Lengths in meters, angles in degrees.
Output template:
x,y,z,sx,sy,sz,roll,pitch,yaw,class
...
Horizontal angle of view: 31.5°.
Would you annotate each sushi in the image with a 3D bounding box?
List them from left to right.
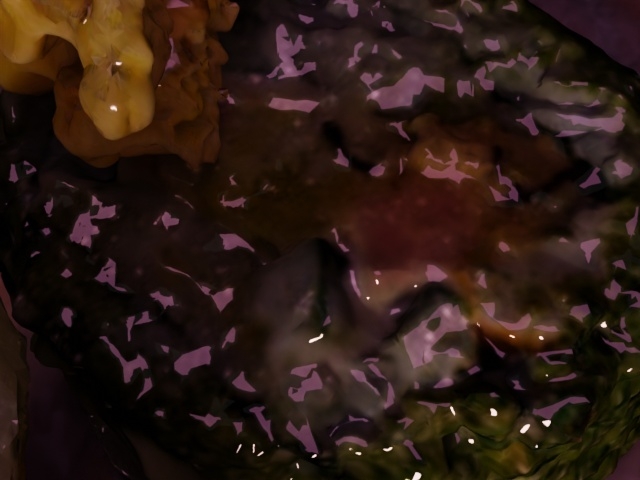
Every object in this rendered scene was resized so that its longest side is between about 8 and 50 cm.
x,y,z,sx,sy,sz,roll,pitch,yaw,class
0.000,0.000,0.574,0.352,0.178,0.294,39,70,24,sushi

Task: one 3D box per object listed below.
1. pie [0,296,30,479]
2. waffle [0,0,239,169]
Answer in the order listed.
x,y,z,sx,sy,sz,roll,pitch,yaw,class
-0.238,0.128,0.471,0.288,0.103,0.355,-15,45,49,pie
-0.024,-0.185,0.502,0.324,0.151,0.261,-29,62,-8,waffle
